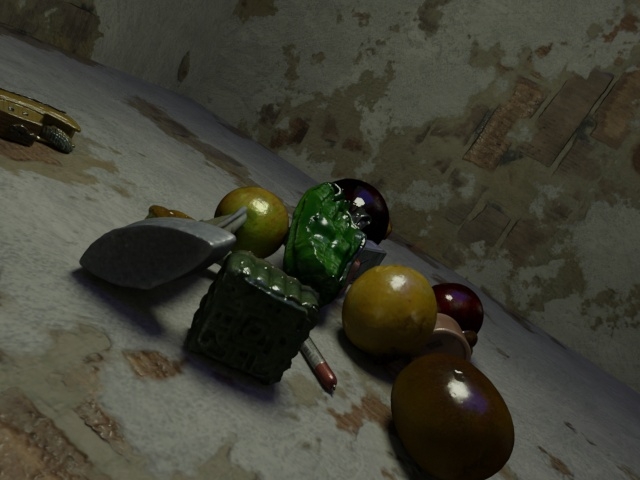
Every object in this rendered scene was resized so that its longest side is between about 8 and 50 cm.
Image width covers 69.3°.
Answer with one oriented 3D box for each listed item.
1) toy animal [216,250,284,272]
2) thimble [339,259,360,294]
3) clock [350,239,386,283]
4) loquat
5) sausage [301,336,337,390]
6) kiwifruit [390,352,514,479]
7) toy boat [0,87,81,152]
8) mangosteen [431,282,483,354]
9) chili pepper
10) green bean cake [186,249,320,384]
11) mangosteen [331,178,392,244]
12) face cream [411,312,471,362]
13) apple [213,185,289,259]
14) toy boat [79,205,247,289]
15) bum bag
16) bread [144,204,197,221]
[{"bbox_3d":[-0.159,0.075,1.024,0.225,0.094,0.121,27,13,-14],"label":"toy animal"},{"bbox_3d":[0.023,0.069,1.381,0.163,0.125,0.189,20,17,-48],"label":"thimble"},{"bbox_3d":[0.126,0.068,1.558,0.073,0.145,0.193,40,17,31],"label":"clock"},{"bbox_3d":[0.164,0.176,1.099,0.244,0.244,0.244,29,14,-8],"label":"loquat"},{"bbox_3d":[-0.021,0.221,0.937,0.029,0.029,0.223,21,17,-37],"label":"sausage"},{"bbox_3d":[0.228,0.307,0.830,0.196,0.196,0.234,28,16,-15],"label":"kiwifruit"},{"bbox_3d":[-0.738,-0.292,1.093,0.321,0.089,0.121,15,33,-49],"label":"toy boat"},{"bbox_3d":[0.401,0.258,1.420,0.215,0.215,0.258,19,49,-42],"label":"mangosteen"},{"bbox_3d":[-0.005,0.007,1.211,0.213,0.167,0.385,49,33,-27],"label":"chili pepper"},{"bbox_3d":[-0.110,0.131,0.763,0.181,0.173,0.094,31,12,-11],"label":"green bean cake"},{"bbox_3d":[0.119,-0.078,1.759,0.307,0.307,0.347,38,7,27],"label":"mangosteen"},{"bbox_3d":[0.303,0.275,1.196,0.149,0.149,0.104,31,15,-3],"label":"face cream"},{"bbox_3d":[-0.179,-0.040,1.185,0.196,0.196,0.196,29,14,-8],"label":"apple"},{"bbox_3d":[-0.278,0.008,0.848,0.276,0.111,0.293,-10,8,-2],"label":"toy boat"},{"bbox_3d":[0.010,-0.035,1.539,0.142,0.326,0.080,-84,159,-58],"label":"bum bag"},{"bbox_3d":[-0.322,-0.013,1.039,0.140,0.069,0.128,42,16,34],"label":"bread"}]
